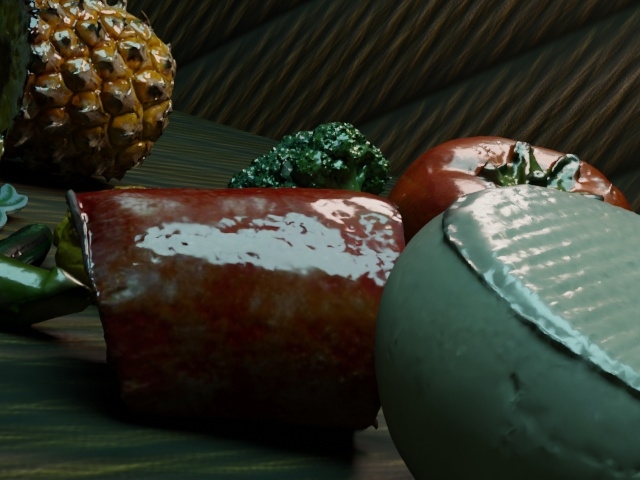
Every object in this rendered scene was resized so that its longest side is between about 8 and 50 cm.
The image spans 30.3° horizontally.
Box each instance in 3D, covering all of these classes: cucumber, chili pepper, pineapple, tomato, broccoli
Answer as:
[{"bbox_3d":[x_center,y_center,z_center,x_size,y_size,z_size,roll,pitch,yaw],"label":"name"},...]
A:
[{"bbox_3d":[-0.344,0.017,1.334,0.056,0.056,0.284,14,11,-3],"label":"cucumber"},{"bbox_3d":[-0.079,0.067,1.092,0.306,0.229,0.251,-1,52,-12],"label":"chili pepper"},{"bbox_3d":[-0.417,-0.258,1.981,0.300,0.352,0.352,16,7,-35],"label":"pineapple"},{"bbox_3d":[0.240,0.028,1.486,0.342,0.272,0.341,9,31,-5],"label":"tomato"},{"bbox_3d":[0.000,0.000,1.337,0.270,0.270,0.270,32,17,27],"label":"broccoli"}]

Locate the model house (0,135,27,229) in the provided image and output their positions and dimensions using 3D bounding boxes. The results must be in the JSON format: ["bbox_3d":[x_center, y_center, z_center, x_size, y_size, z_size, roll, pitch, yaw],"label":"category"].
[{"bbox_3d":[-0.471,-0.157,1.472,0.324,0.300,0.340,30,22,24],"label":"model house"}]

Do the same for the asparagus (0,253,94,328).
[{"bbox_3d":[-0.381,0.023,1.162,0.343,0.085,0.082,22,-31,1],"label":"asparagus"}]

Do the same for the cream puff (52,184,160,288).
[{"bbox_3d":[-0.221,0.001,1.383,0.189,0.129,0.189,17,12,-3],"label":"cream puff"}]

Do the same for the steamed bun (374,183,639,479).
[{"bbox_3d":[0.207,0.130,0.901,0.375,0.241,0.374,23,22,-10],"label":"steamed bun"}]
